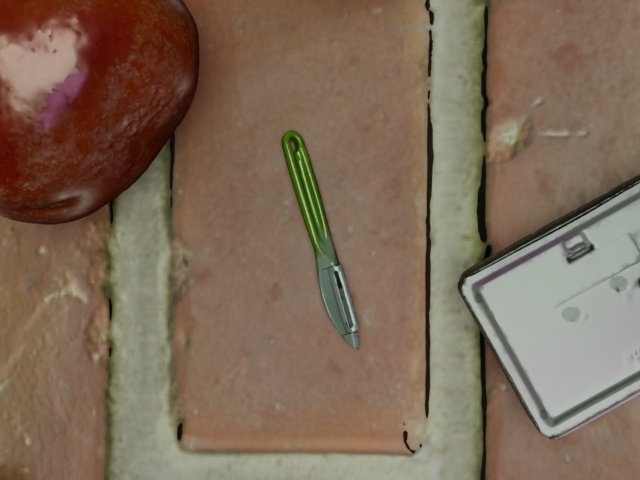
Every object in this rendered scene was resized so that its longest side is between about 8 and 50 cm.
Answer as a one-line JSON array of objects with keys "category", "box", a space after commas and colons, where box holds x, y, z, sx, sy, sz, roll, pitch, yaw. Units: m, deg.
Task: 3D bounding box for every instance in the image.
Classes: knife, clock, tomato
[{"category": "knife", "box": [0.000, 0.000, 1.019, 0.022, 0.026, 0.184, -14, 87, -38]}, {"category": "clock", "box": [0.221, 0.048, 0.987, 0.192, 0.071, 0.147, -30, 89, 2]}, {"category": "tomato", "box": [-0.207, -0.134, 0.942, 0.232, 0.188, 0.232, 0, 88, 1]}]
